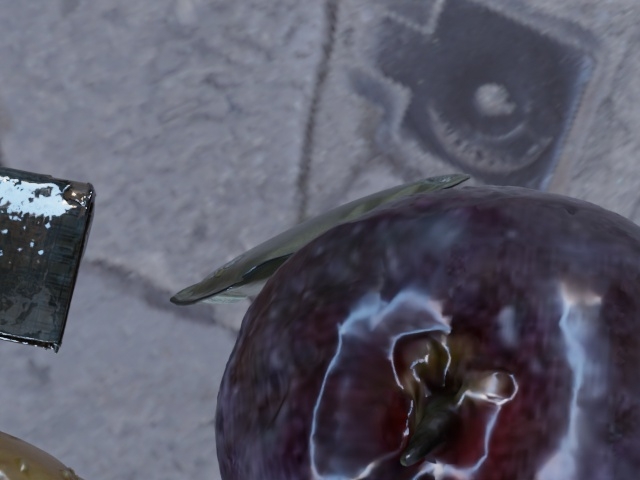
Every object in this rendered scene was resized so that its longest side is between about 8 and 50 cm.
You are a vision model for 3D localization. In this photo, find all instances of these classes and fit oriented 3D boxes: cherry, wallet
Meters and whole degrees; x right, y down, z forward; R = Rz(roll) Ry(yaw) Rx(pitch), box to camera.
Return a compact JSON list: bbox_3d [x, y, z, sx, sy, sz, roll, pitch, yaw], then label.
[{"bbox_3d":[0.061,0.075,0.633,0.195,0.195,0.195,10,112,25],"label":"cherry"},{"bbox_3d":[-0.375,-0.006,1.608,0.317,0.044,0.169,12,71,-2],"label":"wallet"}]

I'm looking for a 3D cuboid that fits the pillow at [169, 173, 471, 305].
[{"bbox_3d":[0.000,-0.001,1.237,0.130,0.217,0.033,-14,100,63],"label":"pillow"}]

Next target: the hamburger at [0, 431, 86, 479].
[{"bbox_3d":[-0.206,0.201,1.011,0.319,0.158,0.318,27,154,15],"label":"hamburger"}]
